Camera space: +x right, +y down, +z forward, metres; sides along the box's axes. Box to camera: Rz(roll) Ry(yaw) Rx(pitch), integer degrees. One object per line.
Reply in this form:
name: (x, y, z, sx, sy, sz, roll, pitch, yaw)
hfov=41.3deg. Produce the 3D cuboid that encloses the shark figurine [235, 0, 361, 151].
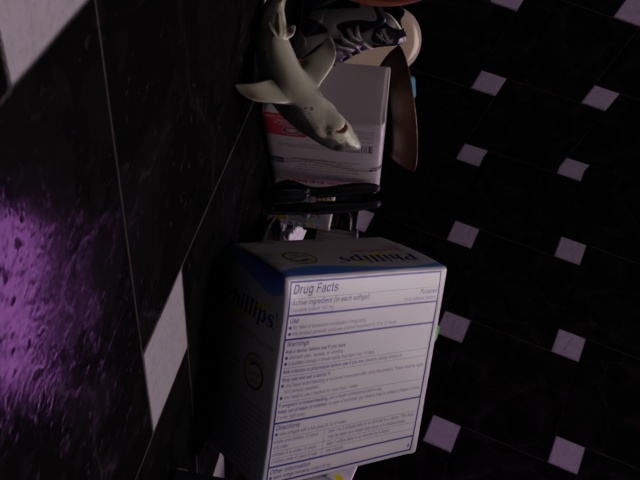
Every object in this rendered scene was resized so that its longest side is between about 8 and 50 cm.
shark figurine: (-0.051, -0.237, 1.092, 0.116, 0.166, 0.278, 144, -58, -61)

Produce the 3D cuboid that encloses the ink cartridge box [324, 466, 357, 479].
ink cartridge box: (-0.034, 0.555, 1.699, 0.303, 0.072, 0.307, -55, 177, 20)

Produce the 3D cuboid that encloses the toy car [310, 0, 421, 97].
toy car: (0.049, -0.369, 1.566, 0.238, 0.210, 0.219, -141, -140, -64)

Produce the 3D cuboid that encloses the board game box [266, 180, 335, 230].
board game box: (-0.023, -0.099, 1.398, 0.026, 0.103, 0.154, 80, 19, -74)

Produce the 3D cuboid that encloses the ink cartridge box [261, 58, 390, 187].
ink cartridge box: (0.012, -0.166, 1.277, 0.237, 0.172, 0.100, 86, 11, -70)

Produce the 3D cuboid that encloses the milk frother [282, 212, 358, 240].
milk frother: (0.000, 0.000, 1.627, 0.143, 0.135, 0.129, -68, 163, -69)

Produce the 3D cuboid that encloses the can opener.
can opener: (0.002, -0.062, 1.319, 0.073, 0.186, 0.059, -101, -167, -67)

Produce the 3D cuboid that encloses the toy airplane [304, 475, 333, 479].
toy airplane: (-0.047, 0.536, 1.279, 0.384, 0.273, 0.386, -54, 152, -77)

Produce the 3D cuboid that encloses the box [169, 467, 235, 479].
box: (-0.110, 0.358, 0.952, 0.093, 0.156, 0.158, 95, 7, -45)

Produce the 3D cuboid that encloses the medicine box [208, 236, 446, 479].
medicine box: (0.008, 0.154, 1.152, 0.149, 0.264, 0.289, 24, -69, 51)

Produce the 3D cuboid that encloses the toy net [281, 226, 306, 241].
toy net: (-0.067, 0.054, 1.544, 0.122, 0.045, 0.232, -51, 157, -28)

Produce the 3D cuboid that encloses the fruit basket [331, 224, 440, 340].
fruit basket: (0.081, 0.128, 1.830, 0.392, 0.283, 0.392, -5, 90, -69)

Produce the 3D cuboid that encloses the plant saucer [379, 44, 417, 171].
plant saucer: (0.118, -0.205, 1.341, 0.198, 0.036, 0.198, 172, -90, -89)

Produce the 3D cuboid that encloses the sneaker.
sneaker: (0.058, -0.322, 1.355, 0.235, 0.153, 0.094, -60, 149, -4)

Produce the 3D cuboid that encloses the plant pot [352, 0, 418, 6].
plant pot: (0.101, -0.543, 1.274, 0.272, 0.273, 0.265, 92, 1, -50)

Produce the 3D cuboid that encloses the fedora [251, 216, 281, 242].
fedora: (-0.040, 0.134, 1.338, 0.334, 0.153, 0.334, 9, 90, -85)
